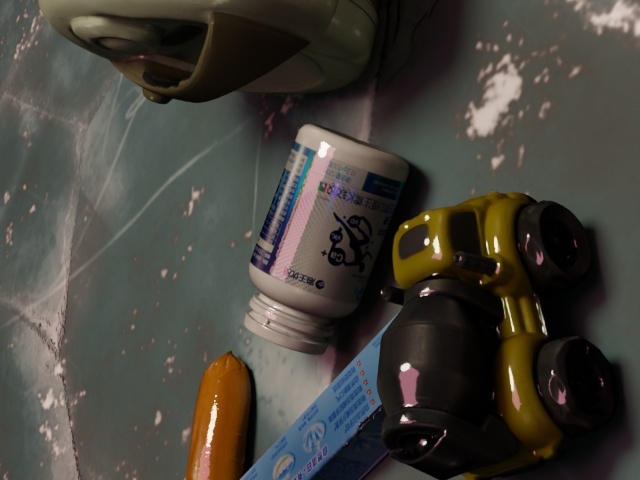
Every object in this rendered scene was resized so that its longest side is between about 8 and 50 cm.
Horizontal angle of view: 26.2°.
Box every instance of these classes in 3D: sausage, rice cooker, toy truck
[{"bbox_3d":[-0.099,0.194,1.341,0.062,0.054,0.183,0,74,23],"label":"sausage"},{"bbox_3d":[-0.083,-0.288,1.268,0.335,0.335,0.325,-2,76,52],"label":"rice cooker"},{"bbox_3d":[0.109,0.066,1.027,0.147,0.165,0.224,-28,56,45],"label":"toy truck"}]

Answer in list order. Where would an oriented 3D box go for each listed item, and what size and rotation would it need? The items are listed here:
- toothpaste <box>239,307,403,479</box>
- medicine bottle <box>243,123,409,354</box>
[{"bbox_3d":[0.021,0.169,1.199,0.272,0.053,0.066,-50,39,30],"label":"toothpaste"},{"bbox_3d":[0.000,0.000,1.237,0.107,0.107,0.191,29,101,52],"label":"medicine bottle"}]
